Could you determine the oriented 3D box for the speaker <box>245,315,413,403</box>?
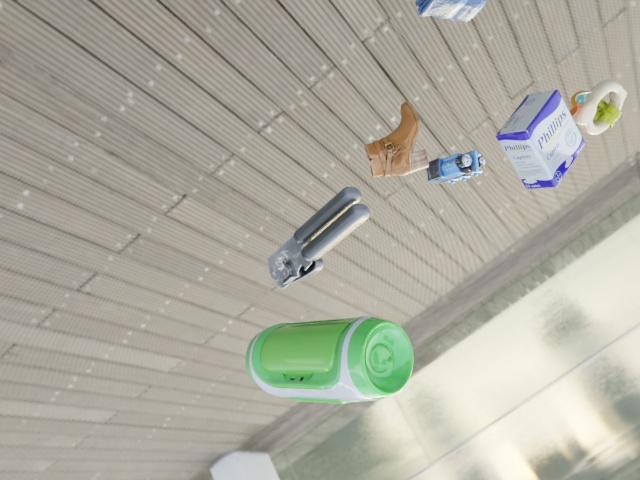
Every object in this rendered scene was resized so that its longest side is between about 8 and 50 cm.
[{"bbox_3d":[0.004,0.190,1.055,0.131,0.131,0.296,-1,172,-40],"label":"speaker"}]

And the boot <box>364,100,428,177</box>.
[{"bbox_3d":[0.188,-0.262,1.716,0.152,0.197,0.073,-11,166,2],"label":"boot"}]

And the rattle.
[{"bbox_3d":[0.573,-0.314,1.467,0.200,0.142,0.130,-11,142,-30],"label":"rattle"}]

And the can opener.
[{"bbox_3d":[0.000,0.000,1.276,0.095,0.076,0.283,-2,149,-47],"label":"can opener"}]

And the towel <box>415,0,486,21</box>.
[{"bbox_3d":[0.232,-0.418,1.165,0.119,0.029,0.067,-1,160,-29],"label":"towel"}]

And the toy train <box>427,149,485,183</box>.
[{"bbox_3d":[0.414,-0.224,2.020,0.105,0.080,0.184,1,170,-35],"label":"toy train"}]

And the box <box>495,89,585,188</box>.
[{"bbox_3d":[0.417,-0.189,1.243,0.126,0.072,0.137,-50,116,-23],"label":"box"}]
